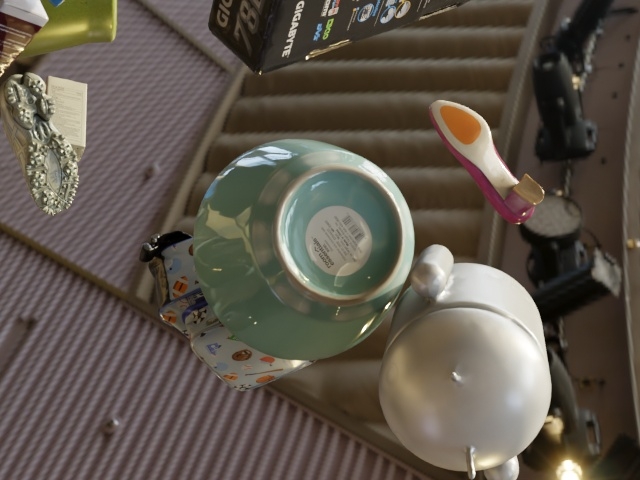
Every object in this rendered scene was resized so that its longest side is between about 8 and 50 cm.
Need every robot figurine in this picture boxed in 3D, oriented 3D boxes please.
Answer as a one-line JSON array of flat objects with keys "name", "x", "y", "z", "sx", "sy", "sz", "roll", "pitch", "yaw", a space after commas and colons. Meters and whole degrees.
[{"name": "robot figurine", "x": 0.178, "y": 0.150, "z": 1.270, "sx": 0.199, "sy": 0.300, "sz": 0.353, "roll": -22, "pitch": -168, "yaw": 14}]

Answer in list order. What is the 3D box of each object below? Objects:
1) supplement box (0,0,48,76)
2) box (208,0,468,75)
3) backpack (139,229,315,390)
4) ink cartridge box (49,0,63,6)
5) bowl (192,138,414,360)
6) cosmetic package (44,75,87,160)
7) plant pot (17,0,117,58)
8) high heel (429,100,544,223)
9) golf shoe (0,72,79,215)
[{"name": "supplement box", "x": -0.459, "y": -0.250, "z": 1.304, "sx": 0.239, "sy": 0.073, "sz": 0.130, "roll": -42, "pitch": -118, "yaw": 24}, {"name": "box", "x": 0.070, "y": -0.291, "z": 0.781, "sx": 0.293, "sy": 0.296, "sz": 0.073, "roll": -28, "pitch": -118, "yaw": -36}, {"name": "backpack", "x": -0.088, "y": 0.077, "z": 1.521, "sx": 0.263, "sy": 0.276, "sz": 0.213, "roll": -30, "pitch": -124, "yaw": 4}, {"name": "ink cartridge box", "x": -0.324, "y": -0.369, "z": 1.117, "sx": 0.086, "sy": 0.203, "sz": 0.148, "roll": -39, "pitch": -156, "yaw": 15}, {"name": "bowl", "x": 0.000, "y": 0.000, "z": 1.360, "sx": 0.311, "sy": 0.311, "sz": 0.163, "roll": -41, "pitch": -174, "yaw": -20}, {"name": "cosmetic package", "x": -0.365, "y": -0.172, "z": 1.461, "sx": 0.060, "sy": 0.041, "sz": 0.115, "roll": 11, "pitch": -125, "yaw": -23}, {"name": "plant pot", "x": -0.514, "y": -0.449, "z": 1.696, "sx": 0.352, "sy": 0.367, "sz": 0.366, "roll": 0, "pitch": -140, "yaw": -13}, {"name": "high heel", "x": 0.262, "y": -0.126, "z": 1.710, "sx": 0.244, "sy": 0.117, "sz": 0.082, "roll": 40, "pitch": -113, "yaw": 4}, {"name": "golf shoe", "x": -0.354, "y": -0.119, "z": 1.282, "sx": 0.069, "sy": 0.176, "sz": 0.086, "roll": -19, "pitch": -165, "yaw": -33}]
